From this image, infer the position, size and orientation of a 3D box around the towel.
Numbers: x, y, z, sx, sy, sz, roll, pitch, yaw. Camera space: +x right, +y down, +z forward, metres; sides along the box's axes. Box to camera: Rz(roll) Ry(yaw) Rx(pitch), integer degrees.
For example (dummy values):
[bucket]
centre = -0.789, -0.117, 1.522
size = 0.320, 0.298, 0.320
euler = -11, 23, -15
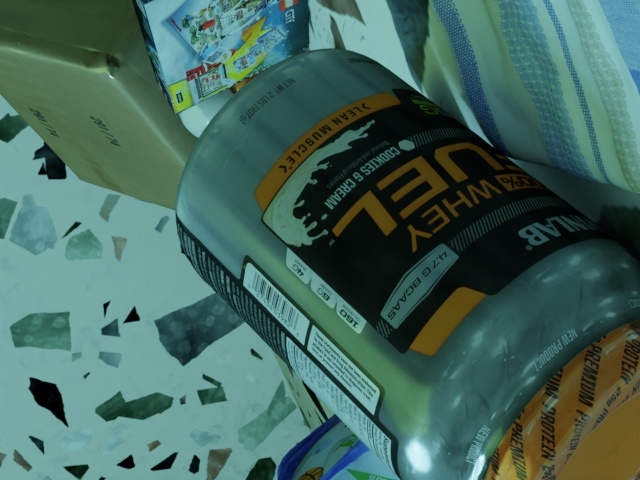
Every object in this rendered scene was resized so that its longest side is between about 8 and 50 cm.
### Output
[towel]
centre = 0.119, -0.118, 0.680
size = 0.209, 0.034, 0.285
euler = 65, 171, -17

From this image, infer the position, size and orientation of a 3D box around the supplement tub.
[supplement tub]
centre = 0.068, 0.032, 0.798
size = 0.316, 0.193, 0.193
euler = 42, 161, 33

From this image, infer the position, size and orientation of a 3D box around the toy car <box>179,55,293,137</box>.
[toy car]
centre = -0.051, -0.134, 1.387
size = 0.136, 0.159, 0.182
euler = -5, 117, 41

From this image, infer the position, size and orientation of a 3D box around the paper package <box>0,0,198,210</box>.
[paper package]
centre = -0.234, -0.194, 1.537
size = 0.309, 0.168, 0.325
euler = 17, 158, 35

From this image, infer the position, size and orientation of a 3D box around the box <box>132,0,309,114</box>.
[box]
centre = -0.091, -0.217, 1.212
size = 0.044, 0.159, 0.233
euler = 59, 171, 16

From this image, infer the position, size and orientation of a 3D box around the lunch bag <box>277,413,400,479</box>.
[lunch bag]
centre = 0.109, 0.355, 1.531
size = 0.328, 0.239, 0.385
euler = 58, -175, 0
